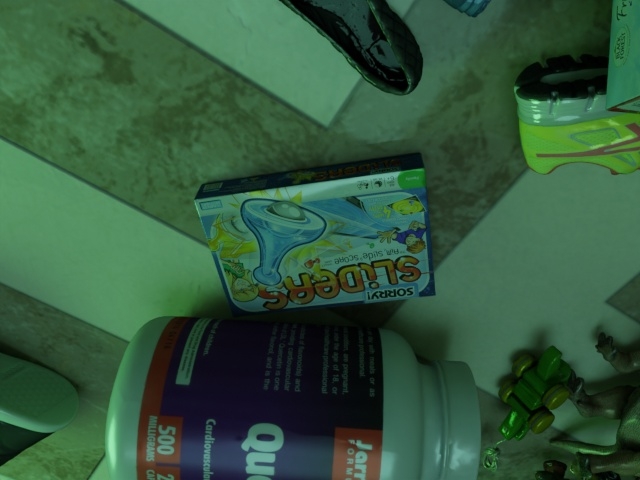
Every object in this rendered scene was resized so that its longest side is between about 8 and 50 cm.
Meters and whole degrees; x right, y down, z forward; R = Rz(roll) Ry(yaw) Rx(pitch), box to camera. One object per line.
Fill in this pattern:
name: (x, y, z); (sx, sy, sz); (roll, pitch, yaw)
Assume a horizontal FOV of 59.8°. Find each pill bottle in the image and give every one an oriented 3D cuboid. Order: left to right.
pill bottle: (-0.022, 0.171, 0.541); (0.323, 0.181, 0.181); (3, 122, 2)

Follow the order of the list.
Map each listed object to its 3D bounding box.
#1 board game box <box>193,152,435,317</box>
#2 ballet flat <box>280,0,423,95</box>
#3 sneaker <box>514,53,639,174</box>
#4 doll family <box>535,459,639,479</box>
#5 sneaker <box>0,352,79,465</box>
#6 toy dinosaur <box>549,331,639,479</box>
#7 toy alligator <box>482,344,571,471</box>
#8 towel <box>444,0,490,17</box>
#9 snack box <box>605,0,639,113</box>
board game box: (0.000, 0.000, 0.518); (0.201, 0.035, 0.136); (-8, 121, 8)
ballet flat: (0.012, -0.172, 0.401); (0.173, 0.049, 0.057); (36, 116, -18)
sneaker: (0.253, -0.095, 0.428); (0.209, 0.081, 0.094); (-2, 133, 9)
doll family: (0.346, 0.310, 0.655); (0.193, 0.111, 0.076); (35, 120, -12)
sneaker: (-0.433, 0.162, 0.601); (0.296, 0.104, 0.147); (37, 112, -23)
toy dinosaur: (0.373, 0.177, 0.564); (0.201, 0.127, 0.295); (13, 128, -13)
toy alligator: (0.230, 0.183, 0.612); (0.051, 0.056, 0.189); (-8, 128, -30)
towel: (0.081, -0.214, 0.382); (0.120, 0.029, 0.067); (31, 117, -17)
snack box: (0.284, -0.157, 0.325); (0.207, 0.070, 0.174); (4, 90, -8)
